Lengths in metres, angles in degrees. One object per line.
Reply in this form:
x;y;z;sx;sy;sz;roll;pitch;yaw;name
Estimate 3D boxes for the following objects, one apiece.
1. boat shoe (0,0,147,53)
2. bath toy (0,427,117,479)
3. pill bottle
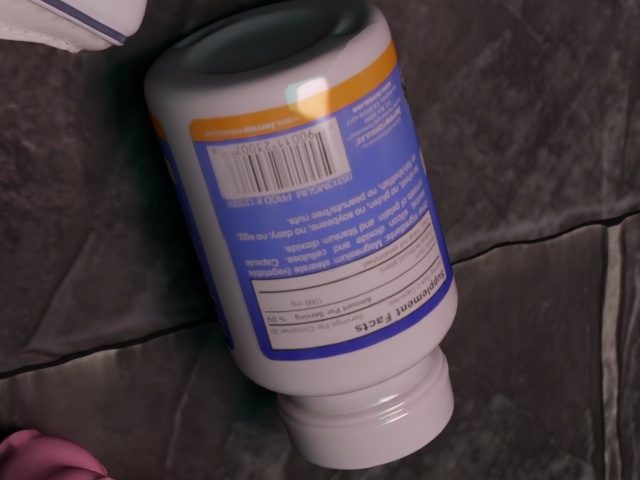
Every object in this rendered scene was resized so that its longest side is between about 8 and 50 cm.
-0.269;-0.121;0.789;0.367;0.136;0.156;15;95;-32;boat shoe
-0.142;0.169;0.962;0.348;0.151;0.129;32;50;-32;bath toy
0.000;0.000;0.988;0.152;0.152;0.272;-29;118;-24;pill bottle
